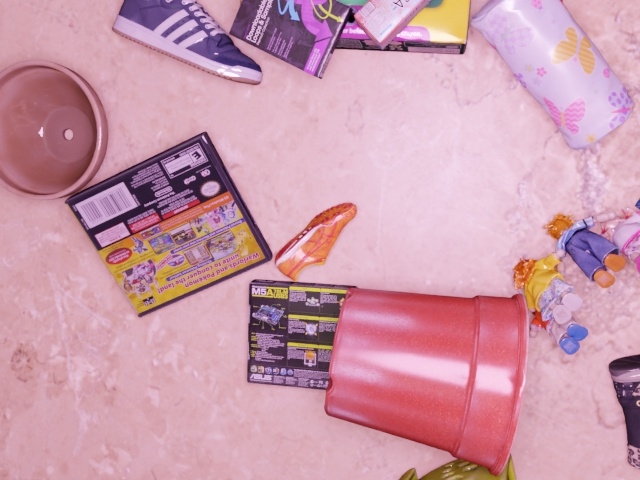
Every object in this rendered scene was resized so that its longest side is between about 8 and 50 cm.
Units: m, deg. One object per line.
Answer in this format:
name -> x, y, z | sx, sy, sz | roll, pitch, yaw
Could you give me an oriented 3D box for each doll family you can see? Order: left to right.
doll family -> 0.386, 0.032, 1.039 | 0.118, 0.163, 0.263 | 34, 104, -20

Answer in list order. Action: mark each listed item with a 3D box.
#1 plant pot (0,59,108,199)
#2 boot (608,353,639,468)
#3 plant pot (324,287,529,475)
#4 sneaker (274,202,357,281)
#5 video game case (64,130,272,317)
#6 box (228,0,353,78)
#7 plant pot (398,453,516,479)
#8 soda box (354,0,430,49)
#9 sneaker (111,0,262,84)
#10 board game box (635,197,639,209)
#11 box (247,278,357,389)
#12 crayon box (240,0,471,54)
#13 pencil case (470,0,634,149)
plant pot -> -0.473, -0.192, 1.191 | 0.237, 0.110, 0.238 | 1, 97, 10
boot -> 0.590, 0.266, 1.060 | 0.236, 0.085, 0.179 | -8, 96, 17
plant pot -> 0.153, 0.193, 1.030 | 0.265, 0.272, 0.273 | 9, 97, 8
sneaker -> 0.000, 0.000, 1.159 | 0.175, 0.064, 0.067 | -41, 108, 16
video game case -> -0.260, -0.021, 1.169 | 0.274, 0.035, 0.248 | -23, 109, 10
box -> -0.048, -0.336, 1.033 | 0.162, 0.029, 0.116 | 27, 104, 7
plant pot -> 0.216, 0.479, 1.072 | 0.207, 0.227, 0.228 | -12, 85, 17
soda box -> 0.134, -0.367, 0.981 | 0.183, 0.063, 0.058 | -43, 89, 11
sneaker -> -0.207, -0.374, 1.131 | 0.282, 0.099, 0.153 | 25, 101, 10
board game box -> 0.703, -0.087, 1.002 | 0.302, 0.086, 0.308 | 36, 100, 6
box -> -0.033, 0.165, 1.181 | 0.190, 0.045, 0.184 | 2, 94, 10
crayon box -> 0.064, -0.471, 1.069 | 0.362, 0.106, 0.313 | 6, 96, 9
pencil case -> 0.345, -0.265, 1.006 | 0.113, 0.124, 0.273 | -45, 99, -15
